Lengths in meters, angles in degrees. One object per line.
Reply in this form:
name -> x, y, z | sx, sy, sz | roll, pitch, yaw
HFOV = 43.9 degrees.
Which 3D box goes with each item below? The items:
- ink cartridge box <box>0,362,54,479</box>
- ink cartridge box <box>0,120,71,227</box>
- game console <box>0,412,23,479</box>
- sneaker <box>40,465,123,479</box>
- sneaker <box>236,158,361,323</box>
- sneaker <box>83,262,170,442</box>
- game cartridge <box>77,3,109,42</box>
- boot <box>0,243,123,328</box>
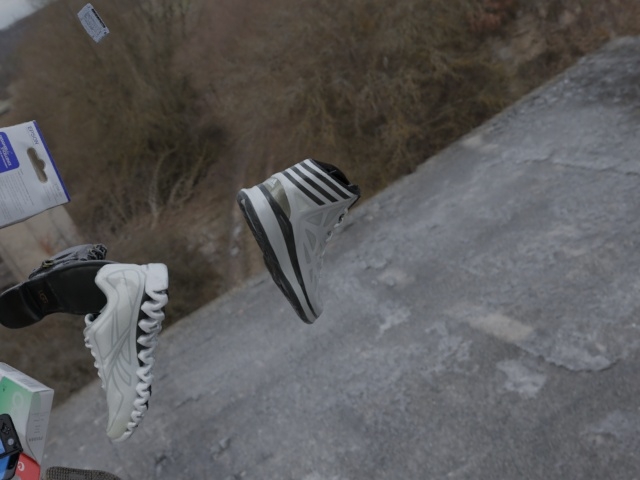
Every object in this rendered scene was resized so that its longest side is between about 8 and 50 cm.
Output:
ink cartridge box -> -0.585, 0.360, 1.484 | 0.181, 0.224, 0.056 | 14, 3, 37
ink cartridge box -> -0.654, -0.088, 1.433 | 0.371, 0.175, 0.069 | -27, 6, -42
game console -> -0.560, 0.357, 1.300 | 0.122, 0.107, 0.071 | -23, -6, 0
sneaker -> -0.504, 0.532, 1.695 | 0.066, 0.188, 0.071 | -99, 31, -62
sneaker -> 0.000, 0.000, 1.782 | 0.257, 0.447, 0.169 | -31, 50, -10
sneaker -> -0.312, 0.171, 1.236 | 0.118, 0.292, 0.110 | 8, 9, -17
game cartridge -> -0.552, -0.525, 1.926 | 0.056, 0.083, 0.017 | -25, 12, 38
boot -> -0.419, 0.053, 1.371 | 0.263, 0.091, 0.229 | -13, 18, 10
